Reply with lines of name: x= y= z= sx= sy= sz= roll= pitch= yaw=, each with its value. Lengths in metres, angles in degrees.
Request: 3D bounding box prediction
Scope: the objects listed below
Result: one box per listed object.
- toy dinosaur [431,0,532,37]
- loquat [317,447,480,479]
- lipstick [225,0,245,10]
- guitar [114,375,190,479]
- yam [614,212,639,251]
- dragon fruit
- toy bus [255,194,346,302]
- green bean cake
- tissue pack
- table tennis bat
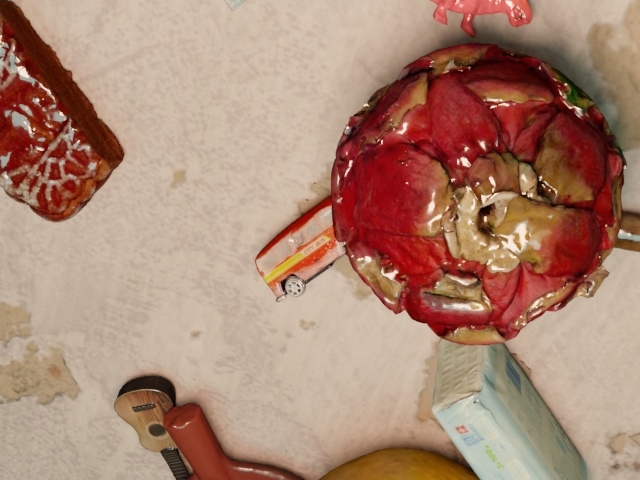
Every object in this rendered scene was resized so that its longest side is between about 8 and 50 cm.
toy dinosaur: x=0.116 y=-0.328 z=1.182 sx=0.286 sy=0.070 sz=0.139 roll=32 pitch=109 yaw=-3
loquat: x=0.120 y=0.437 z=1.452 sx=0.329 sy=0.359 sz=0.328 roll=-6 pitch=72 yaw=18
lipstick: x=-0.167 y=-0.398 z=1.191 sx=0.068 sy=0.066 sz=0.317 roll=-33 pitch=106 yaw=25
guitar: x=-0.211 y=0.309 z=1.590 sx=0.084 sy=0.038 sz=0.271 roll=-13 pitch=119 yaw=14
yam: x=0.420 y=0.000 z=1.294 sx=0.264 sy=0.046 sz=0.046 roll=11 pitch=119 yaw=7
dragon fruit: x=0.165 y=-0.054 z=1.173 sx=0.329 sy=0.329 sz=0.329 roll=5 pitch=118 yaw=9
toy bus: x=0.000 y=0.000 z=1.365 sx=0.174 sy=0.079 sz=0.077 roll=-37 pitch=96 yaw=25
green bean cake: x=-0.349 y=-0.148 z=1.342 sx=0.233 sy=0.097 sz=0.198 roll=42 pitch=117 yaw=-11
tissue pack: x=0.240 y=0.249 z=1.387 sx=0.089 sy=0.177 sz=0.263 roll=-27 pitch=109 yaw=23
table tennis bat: x=-0.114 y=0.399 z=1.594 sx=0.268 sy=0.051 sz=0.414 roll=-17 pitch=119 yaw=12
